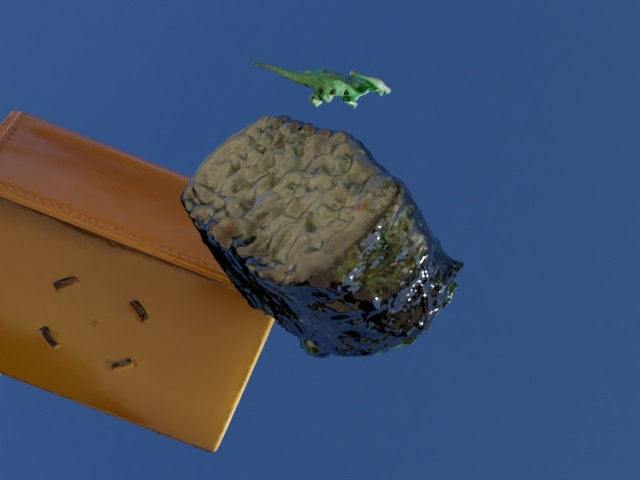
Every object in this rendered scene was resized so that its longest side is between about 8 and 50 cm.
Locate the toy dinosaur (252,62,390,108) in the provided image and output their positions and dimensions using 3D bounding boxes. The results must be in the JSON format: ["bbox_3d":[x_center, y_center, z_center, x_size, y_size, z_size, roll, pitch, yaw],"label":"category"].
[{"bbox_3d":[0.003,-0.102,0.843,0.062,0.083,0.021,-2,-102,60],"label":"toy dinosaur"}]

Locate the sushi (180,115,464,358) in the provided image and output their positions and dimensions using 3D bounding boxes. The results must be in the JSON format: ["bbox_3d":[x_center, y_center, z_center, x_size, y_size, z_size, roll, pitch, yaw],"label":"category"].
[{"bbox_3d":[0.000,0.000,0.920,0.124,0.127,0.225,-44,-146,-11],"label":"sushi"}]

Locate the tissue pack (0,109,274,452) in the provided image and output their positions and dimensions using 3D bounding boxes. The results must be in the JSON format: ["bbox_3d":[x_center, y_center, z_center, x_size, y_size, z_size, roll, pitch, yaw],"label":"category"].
[{"bbox_3d":[-0.177,0.034,1.138,0.274,0.145,0.194,22,-56,-4],"label":"tissue pack"}]
